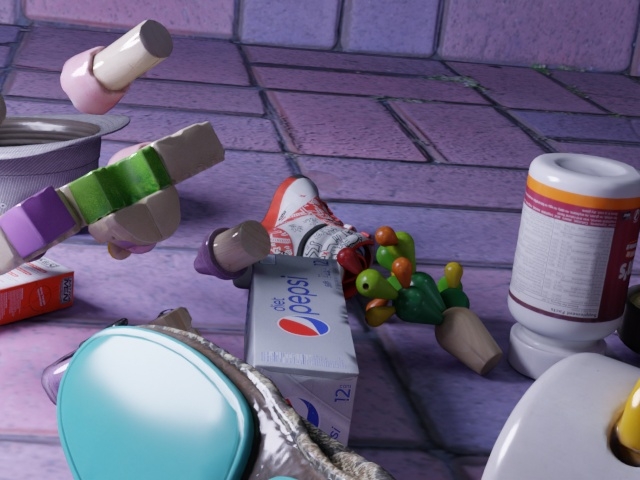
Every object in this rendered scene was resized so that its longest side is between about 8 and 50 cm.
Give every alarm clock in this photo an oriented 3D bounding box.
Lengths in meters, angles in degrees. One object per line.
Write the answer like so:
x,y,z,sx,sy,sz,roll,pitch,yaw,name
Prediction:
0.411,0.102,1.376,0.192,0.064,0.129,16,20,33,alarm clock

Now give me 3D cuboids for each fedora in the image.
-0.371,-0.082,1.555,0.275,0.124,0.244,-2,16,2,fedora

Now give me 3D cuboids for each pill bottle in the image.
0.260,0.029,1.291,0.121,0.221,0.121,6,18,-2,pill bottle

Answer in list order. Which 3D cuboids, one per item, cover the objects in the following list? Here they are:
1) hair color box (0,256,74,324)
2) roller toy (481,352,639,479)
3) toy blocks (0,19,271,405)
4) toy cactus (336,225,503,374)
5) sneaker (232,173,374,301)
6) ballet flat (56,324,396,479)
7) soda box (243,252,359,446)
-0.333,0.054,1.295,0.072,0.043,0.141,21,25,37,hair color box
0.208,0.183,0.854,0.146,0.209,0.191,20,-6,33,roller toy
-0.251,-0.006,1.208,0.260,0.309,0.288,-24,6,41,toy blocks
0.110,0.074,1.311,0.180,0.112,0.219,46,8,26,toy cactus
0.000,0.001,1.500,0.145,0.090,0.270,11,22,10,sneaker
-0.017,0.191,0.812,0.182,0.164,0.483,32,-6,-34,ballet flat
-0.024,0.104,1.165,0.091,0.098,0.286,6,19,-5,soda box
